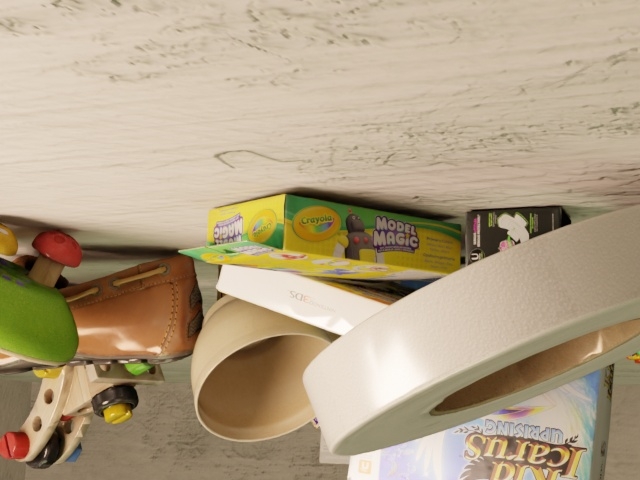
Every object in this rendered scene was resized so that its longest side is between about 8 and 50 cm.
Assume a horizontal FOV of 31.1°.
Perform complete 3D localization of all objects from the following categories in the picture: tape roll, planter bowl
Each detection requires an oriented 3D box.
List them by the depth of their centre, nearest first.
[{"bbox_3d":[0.174,0.081,0.984,0.392,0.072,0.392,-20,164,-6],"label":"tape roll"},{"bbox_3d":[-0.067,0.120,1.225,0.162,0.109,0.162,-12,134,-13],"label":"planter bowl"}]

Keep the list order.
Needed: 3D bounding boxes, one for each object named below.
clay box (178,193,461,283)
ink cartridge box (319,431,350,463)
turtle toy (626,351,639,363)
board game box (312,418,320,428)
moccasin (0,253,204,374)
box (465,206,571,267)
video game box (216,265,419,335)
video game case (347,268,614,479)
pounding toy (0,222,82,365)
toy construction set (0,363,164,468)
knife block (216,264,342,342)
[{"bbox_3d":[0.000,0.000,1.012,0.222,0.053,0.127,10,169,-35],"label":"clay box"},{"bbox_3d":[0.096,0.300,2.132,0.189,0.232,0.066,0,166,9],"label":"ink cartridge box"},{"bbox_3d":[0.466,0.151,1.721,0.130,0.066,0.095,-3,168,24],"label":"turtle toy"},{"bbox_3d":[-0.007,0.219,1.870,0.045,0.193,0.146,-44,153,16],"label":"board game box"},{"bbox_3d":[-0.319,0.072,1.278,0.379,0.147,0.139,-5,-178,16],"label":"moccasin"},{"bbox_3d":[0.173,0.003,1.002,0.083,0.052,0.062,-2,169,20],"label":"box"},{"bbox_3d":[0.032,0.060,1.151,0.205,0.048,0.187,17,-172,32],"label":"video game box"},{"bbox_3d":[0.171,0.156,1.224,0.269,0.244,0.061,3,173,28],"label":"video game case"},{"bbox_3d":[-0.324,0.020,1.120,0.236,0.110,0.183,28,-178,11],"label":"pounding toy"},{"bbox_3d":[-0.344,0.128,1.482,0.237,0.258,0.309,-27,131,33],"label":"toy construction set"},{"bbox_3d":[0.034,0.084,1.372,0.242,0.088,0.275,-3,168,22],"label":"knife block"}]
